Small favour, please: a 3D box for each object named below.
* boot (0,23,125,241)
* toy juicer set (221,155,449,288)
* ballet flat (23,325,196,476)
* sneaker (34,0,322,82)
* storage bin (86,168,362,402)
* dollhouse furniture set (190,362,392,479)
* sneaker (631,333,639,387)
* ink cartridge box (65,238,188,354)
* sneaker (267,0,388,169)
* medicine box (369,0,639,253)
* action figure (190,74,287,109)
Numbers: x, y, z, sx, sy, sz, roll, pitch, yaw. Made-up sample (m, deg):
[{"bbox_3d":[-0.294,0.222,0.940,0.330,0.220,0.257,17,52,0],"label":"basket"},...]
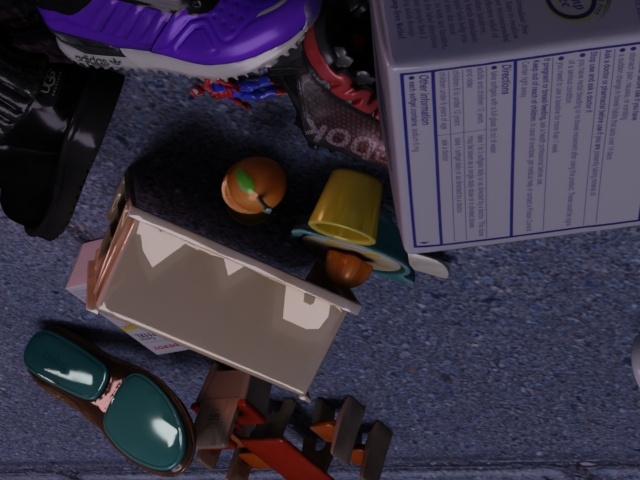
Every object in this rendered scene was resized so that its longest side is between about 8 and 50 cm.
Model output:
[{"bbox_3d":[-0.360,-0.134,1.577,0.260,0.131,0.348,19,153,-12],"label":"boot"},{"bbox_3d":[0.000,0.000,1.621,0.209,0.090,0.329,12,169,21],"label":"toy juicer set"},{"bbox_3d":[-0.273,0.228,2.115,0.342,0.116,0.124,26,175,33],"label":"ballet flat"},{"bbox_3d":[-0.146,-0.228,1.356,0.293,0.102,0.146,3,145,27],"label":"sneaker"},{"bbox_3d":[-0.116,0.042,1.677,0.262,0.123,0.260,23,-172,-12],"label":"storage bin"},{"bbox_3d":[-0.074,0.292,2.165,0.262,0.135,0.259,-8,142,36],"label":"dollhouse furniture set"},{"bbox_3d":[0.475,0.187,1.761,0.151,0.094,0.256,-8,143,31],"label":"sneaker"},{"bbox_3d":[-0.212,0.068,1.921,0.127,0.072,0.175,-13,139,40],"label":"ink cartridge box"},{"bbox_3d":[0.055,-0.119,1.450,0.135,0.098,0.276,-15,135,42],"label":"sneaker"},{"bbox_3d":[0.193,-0.133,1.227,0.289,0.149,0.263,-8,148,1],"label":"medicine box"},{"bbox_3d":[-0.080,-0.151,1.534,0.115,0.030,0.038,5,153,23],"label":"action figure"}]
